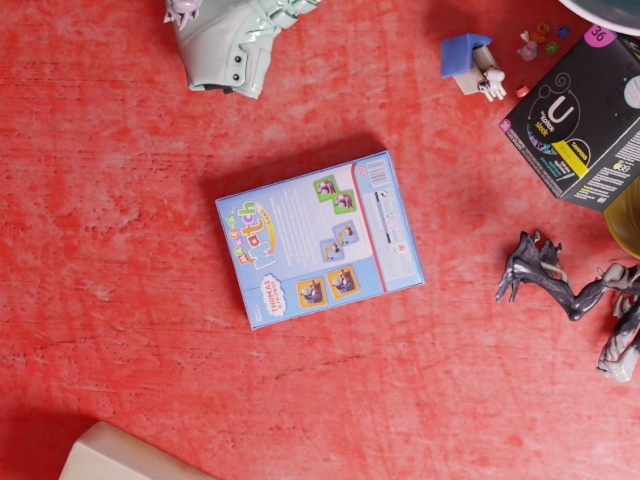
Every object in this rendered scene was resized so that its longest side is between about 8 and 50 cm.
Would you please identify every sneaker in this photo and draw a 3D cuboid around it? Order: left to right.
[{"bbox_3d":[-0.044,-0.240,1.589,0.255,0.094,0.151,-9,87,19],"label":"sneaker"}]

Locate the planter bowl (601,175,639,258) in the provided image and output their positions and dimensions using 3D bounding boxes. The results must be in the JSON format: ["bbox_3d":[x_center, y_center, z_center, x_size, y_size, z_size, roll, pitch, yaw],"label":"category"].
[{"bbox_3d":[0.416,-0.067,1.513,0.217,0.090,0.217,-23,57,41],"label":"planter bowl"}]

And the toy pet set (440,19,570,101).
[{"bbox_3d":[0.195,-0.213,1.551,0.114,0.122,0.065,-9,126,47],"label":"toy pet set"}]

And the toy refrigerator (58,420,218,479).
[{"bbox_3d":[-0.175,0.325,1.655,0.269,0.094,0.102,26,104,7],"label":"toy refrigerator"}]

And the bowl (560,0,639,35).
[{"bbox_3d":[0.356,-0.368,1.483,0.311,0.163,0.312,1,94,9],"label":"bowl"}]

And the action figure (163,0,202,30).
[{"bbox_3d":[-0.171,-0.356,1.532,0.099,0.185,0.285,3,60,-25],"label":"action figure"}]

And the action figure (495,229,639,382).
[{"bbox_3d":[0.335,0.086,1.529,0.275,0.164,0.141,19,86,16],"label":"action figure"}]

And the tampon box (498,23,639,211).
[{"bbox_3d":[0.301,-0.132,1.504,0.161,0.101,0.120,-48,57,23],"label":"tampon box"}]

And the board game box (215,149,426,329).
[{"bbox_3d":[0.000,0.000,1.629,0.211,0.039,0.160,-15,92,9],"label":"board game box"}]
